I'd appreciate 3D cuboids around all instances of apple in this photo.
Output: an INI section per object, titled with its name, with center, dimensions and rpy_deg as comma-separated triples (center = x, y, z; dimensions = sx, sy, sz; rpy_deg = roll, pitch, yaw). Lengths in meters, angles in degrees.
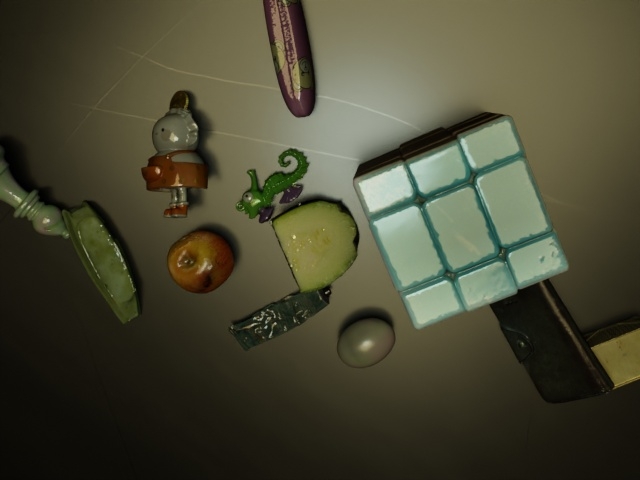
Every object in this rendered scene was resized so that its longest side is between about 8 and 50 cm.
[apple]
center = -0.262, 0.048, 1.752
dimensions = 0.147, 0.146, 0.146
rpy_deg = 1, 101, 4

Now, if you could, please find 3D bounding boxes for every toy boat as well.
[toy boat]
center = -0.477, 0.049, 1.795
dimensions = 0.093, 0.055, 0.292
rpy_deg = -30, 101, -27

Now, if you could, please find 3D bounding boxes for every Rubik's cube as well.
[Rubik's cube]
center = 0.267, -0.054, 1.604
dimensions = 0.316, 0.319, 0.321
rpy_deg = -21, 98, 8

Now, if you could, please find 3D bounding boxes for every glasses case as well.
[glasses case]
center = -0.064, -0.410, 1.653
dimensions = 0.076, 0.123, 0.316
rpy_deg = -9, 101, 11

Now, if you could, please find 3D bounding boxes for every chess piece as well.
[chess piece]
center = -0.660, -0.093, 1.766
dimensions = 0.272, 0.139, 0.139
rpy_deg = 38, 101, -16

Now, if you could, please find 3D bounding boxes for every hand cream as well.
[hand cream]
center = -0.085, 0.170, 1.803
dimensions = 0.248, 0.052, 0.075
rpy_deg = -29, 97, 9

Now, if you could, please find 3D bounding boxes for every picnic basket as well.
[picnic basket]
center = 0.656, 0.246, 1.757
dimensions = 0.164, 0.079, 0.115
rpy_deg = -22, 98, 7

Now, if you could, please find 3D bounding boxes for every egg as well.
[egg]
center = 0.100, 0.226, 1.776
dimensions = 0.135, 0.103, 0.103
rpy_deg = -29, 98, 7

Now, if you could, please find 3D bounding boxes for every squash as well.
[squash]
center = -0.012, 0.000, 1.766
dimensions = 0.184, 0.085, 0.191
rpy_deg = -26, 102, -21

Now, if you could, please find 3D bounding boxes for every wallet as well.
[wallet]
center = 0.480, 0.207, 1.735
dimensions = 0.172, 0.045, 0.317
rpy_deg = -25, 98, 44

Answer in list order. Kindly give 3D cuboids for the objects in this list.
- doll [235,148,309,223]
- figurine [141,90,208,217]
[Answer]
[doll]
center = -0.105, -0.121, 1.752
dimensions = 0.190, 0.050, 0.115
rpy_deg = -36, 90, 5
[figurine]
center = -0.302, -0.182, 1.721
dimensions = 0.143, 0.143, 0.271
rpy_deg = 11, 77, 1
